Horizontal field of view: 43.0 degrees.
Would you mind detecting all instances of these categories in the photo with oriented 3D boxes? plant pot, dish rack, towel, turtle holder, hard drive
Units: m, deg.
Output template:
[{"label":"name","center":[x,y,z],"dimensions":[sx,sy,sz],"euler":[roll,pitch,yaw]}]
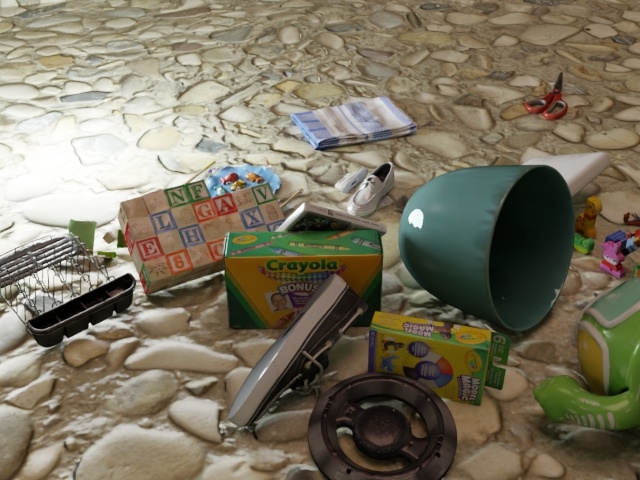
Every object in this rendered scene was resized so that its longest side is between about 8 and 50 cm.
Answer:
[{"label":"plant pot","center":[0.287,-0.002,1.483],"dimensions":[0.235,0.293,0.293],"euler":[11,34,43]},{"label":"dish rack","center":[-0.498,0.074,1.529],"dimensions":[0.208,0.074,0.271],"euler":[-27,52,-33]},{"label":"towel","center":[0.086,-0.313,2.123],"dimensions":[0.285,0.034,0.209],"euler":[-12,36,-16]},{"label":"turtle holder","center":[0.509,0.193,1.272],"dimensions":[0.320,0.243,0.227],"euler":[-54,33,-3]},{"label":"hard drive","center":[0.465,-0.113,1.768],"dimensions":[0.203,0.040,0.307],"euler":[1,26,48]}]

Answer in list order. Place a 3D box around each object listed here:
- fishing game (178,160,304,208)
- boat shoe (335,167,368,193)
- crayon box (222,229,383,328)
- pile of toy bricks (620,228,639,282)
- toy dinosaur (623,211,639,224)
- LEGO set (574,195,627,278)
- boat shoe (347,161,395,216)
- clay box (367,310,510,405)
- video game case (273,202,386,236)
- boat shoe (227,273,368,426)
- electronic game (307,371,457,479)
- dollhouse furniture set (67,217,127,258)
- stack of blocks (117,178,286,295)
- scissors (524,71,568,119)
[{"label":"fishing game","center":[-0.178,-0.131,1.864],"dimensions":[0.264,0.041,0.189],"euler":[22,44,28]},{"label":"boat shoe","center":[0.071,-0.143,1.884],"dimensions":[0.035,0.035,0.100],"euler":[27,50,29]},{"label":"crayon box","center":[-0.030,0.070,1.467],"dimensions":[0.278,0.165,0.081],"euler":[-1,35,-1]},{"label":"pile of toy bricks","center":[0.635,0.047,1.511],"dimensions":[0.105,0.118,0.212],"euler":[-33,16,38]},{"label":"toy dinosaur","center":[0.695,-0.045,1.736],"dimensions":[0.082,0.047,0.090],"euler":[-22,48,2]},{"label":"LEGO set","center":[0.557,-0.030,1.666],"dimensions":[0.087,0.093,0.227],"euler":[-22,40,-28]},{"label":"boat shoe","center":[0.117,-0.118,1.820],"dimensions":[0.066,0.063,0.184],"euler":[22,41,28]},{"label":"clay box","center":[0.190,0.195,1.322],"dimensions":[0.222,0.127,0.053],"euler":[9,37,14]},{"label":"video game case","center":[0.000,0.000,1.510],"dimensions":[0.173,0.190,0.022],"euler":[14,57,-27]},{"label":"boat shoe","center":[-0.029,0.197,1.339],"dimensions":[0.105,0.113,0.306],"euler":[42,58,-6]},{"label":"electronic game","center":[0.094,0.296,1.247],"dimensions":[0.229,0.048,0.229],"euler":[-1,42,1]},{"label":"dollhouse furniture set","center":[-0.454,-0.003,1.638],"dimensions":[0.151,0.076,0.058],"euler":[5,-1,10]},{"label":"stack of blocks","center":[-0.228,-0.025,1.601],"dimensions":[0.297,0.087,0.171],"euler":[-17,75,-23]},{"label":"scissors","center":[0.666,-0.405,2.265],"dimensions":[0.109,0.021,0.297],"euler":[19,39,29]}]
